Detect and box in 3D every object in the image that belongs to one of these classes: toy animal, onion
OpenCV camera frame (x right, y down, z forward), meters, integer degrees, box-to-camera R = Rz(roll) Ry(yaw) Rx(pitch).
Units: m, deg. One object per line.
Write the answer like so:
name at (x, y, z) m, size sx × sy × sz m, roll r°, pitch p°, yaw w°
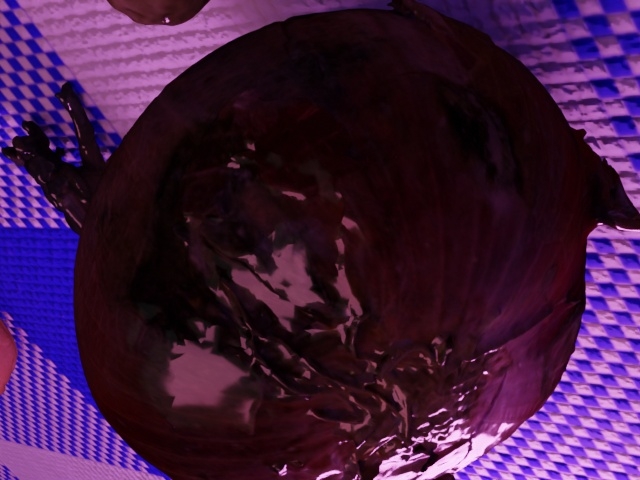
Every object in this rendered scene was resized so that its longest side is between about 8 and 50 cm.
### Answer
toy animal at (-0.201, -0.043, 1.162) m, size 0.232 × 0.084 × 0.148 m, roll 42°, pitch 166°, yaw 16°
onion at (0.022, 0.018, 0.806) m, size 0.353 × 0.354 × 0.354 m, roll 25°, pitch 149°, yaw 17°

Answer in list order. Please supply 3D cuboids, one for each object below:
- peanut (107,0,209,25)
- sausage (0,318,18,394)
peanut at (-0.133, -0.231, 0.807) m, size 0.108 × 0.095 × 0.226 m, roll -4°, pitch 136°, yaw 17°
sausage at (-0.491, 0.084, 1.603) m, size 0.121 × 0.121 × 0.304 m, roll 5°, pitch 139°, yaw 42°
